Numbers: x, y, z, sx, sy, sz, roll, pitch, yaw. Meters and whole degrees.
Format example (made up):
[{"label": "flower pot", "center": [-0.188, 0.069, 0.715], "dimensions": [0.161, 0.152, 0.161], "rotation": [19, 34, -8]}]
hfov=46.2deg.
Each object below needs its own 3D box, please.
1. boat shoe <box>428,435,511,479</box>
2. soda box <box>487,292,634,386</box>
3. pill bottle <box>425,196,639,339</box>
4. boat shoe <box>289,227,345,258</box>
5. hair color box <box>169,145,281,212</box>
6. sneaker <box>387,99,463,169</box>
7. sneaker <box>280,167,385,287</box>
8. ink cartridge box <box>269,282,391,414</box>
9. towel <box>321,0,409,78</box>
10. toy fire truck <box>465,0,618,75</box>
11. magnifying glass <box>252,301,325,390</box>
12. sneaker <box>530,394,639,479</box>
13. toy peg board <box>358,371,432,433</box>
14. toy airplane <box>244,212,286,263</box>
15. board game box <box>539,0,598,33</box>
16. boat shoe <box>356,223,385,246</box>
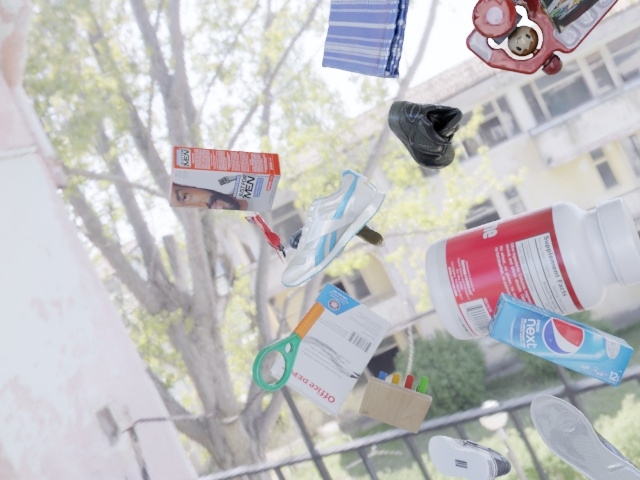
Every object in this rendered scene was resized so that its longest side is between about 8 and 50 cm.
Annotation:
[{"label": "boat shoe", "center": [0.425, 0.622, 2.152], "dimensions": [0.102, 0.108, 0.301], "rotation": [1, -7, -26]}, {"label": "soda box", "center": [0.377, 0.156, 1.192], "dimensions": [0.071, 0.210, 0.067], "rotation": [-34, -36, -80]}, {"label": "pill bottle", "center": [0.444, 0.053, 1.554], "dimensions": [0.407, 0.229, 0.229], "rotation": [-18, 5, 25]}, {"label": "boat shoe", "center": [0.000, 0.000, 1.747], "dimensions": [0.183, 0.083, 0.065], "rotation": [-13, -52, -66]}, {"label": "hair color box", "center": [-0.154, -0.096, 1.195], "dimensions": [0.167, 0.053, 0.093], "rotation": [3, -38, -14]}, {"label": "sneaker", "center": [0.241, -0.205, 1.515], "dimensions": [0.130, 0.087, 0.227], "rotation": [11, -18, 38]}, {"label": "sneaker", "center": [0.004, -0.018, 1.271], "dimensions": [0.229, 0.092, 0.087], "rotation": [-49, 4, 4]}, {"label": "ink cartridge box", "center": [0.025, 0.315, 2.164], "dimensions": [0.307, 0.223, 0.129], "rotation": [-56, -2, -15]}, {"label": "towel", "center": [0.066, -0.406, 1.059], "dimensions": [0.040, 0.336, 0.243], "rotation": [1, 16, -23]}, {"label": "toy fire truck", "center": [0.495, -0.515, 1.722], "dimensions": [0.302, 0.254, 0.169], "rotation": [-51, 1, 19]}, {"label": "magnifying glass", "center": [-0.064, 0.224, 1.610], "dimensions": [0.026, 0.092, 0.231], "rotation": [-2, 41, 48]}, {"label": "sneaker", "center": [0.576, 0.457, 1.620], "dimensions": [0.104, 0.295, 0.147], "rotation": [-47, -28, -1]}, {"label": "toy peg board", "center": [0.194, 0.394, 1.908], "dimensions": [0.161, 0.160, 0.079], "rotation": [101, -170, -46]}, {"label": "toy airplane", "center": [-0.112, -0.016, 1.566], "dimensions": [0.028, 0.151, 0.151], "rotation": [-39, 3, -8]}, {"label": "board game box", "center": [0.491, -0.486, 1.290], "dimensions": [0.259, 0.030, 0.136], "rotation": [-40, -40, 13]}, {"label": "boat shoe", "center": [0.123, -0.021, 2.064], "dimensions": [0.050, 0.135, 0.045], "rotation": [-49, -32, 0]}]
